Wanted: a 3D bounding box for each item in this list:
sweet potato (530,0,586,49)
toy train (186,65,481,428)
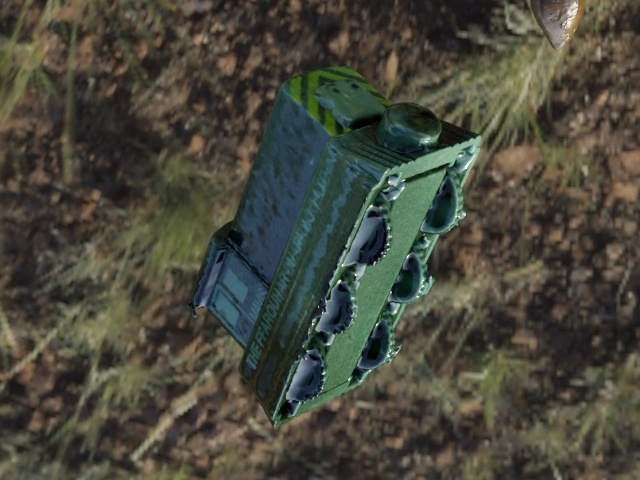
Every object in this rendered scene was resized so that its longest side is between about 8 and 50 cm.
[{"bbox_3d":[0.200,-0.263,1.180,0.051,0.065,0.218,18,134,37],"label":"sweet potato"},{"bbox_3d":[0.000,0.000,1.174,0.178,0.138,0.330,45,134,26],"label":"toy train"}]
